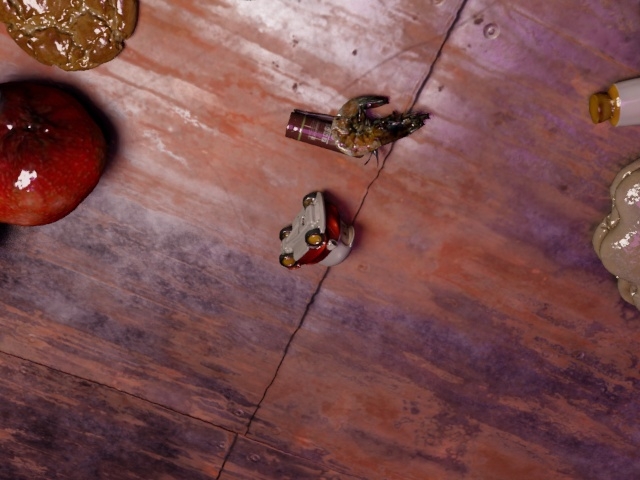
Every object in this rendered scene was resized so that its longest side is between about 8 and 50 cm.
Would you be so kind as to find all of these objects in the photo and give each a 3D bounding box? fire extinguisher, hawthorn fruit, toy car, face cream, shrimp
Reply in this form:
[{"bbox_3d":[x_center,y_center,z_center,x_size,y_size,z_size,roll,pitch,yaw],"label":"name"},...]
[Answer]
[{"bbox_3d":[0.024,-0.167,0.980,0.158,0.043,0.064,16,76,-4],"label":"fire extinguisher"},{"bbox_3d":[-0.479,-0.114,0.962,0.230,0.210,0.266,28,129,-20],"label":"hawthorn fruit"},{"bbox_3d":[0.000,0.000,1.044,0.112,0.112,0.139,24,128,-26],"label":"toy car"},{"bbox_3d":[0.503,-0.213,0.912,0.182,0.051,0.072,-9,117,8],"label":"face cream"},{"bbox_3d":[0.094,-0.189,0.950,0.161,0.034,0.091,-18,89,-8],"label":"shrimp"}]

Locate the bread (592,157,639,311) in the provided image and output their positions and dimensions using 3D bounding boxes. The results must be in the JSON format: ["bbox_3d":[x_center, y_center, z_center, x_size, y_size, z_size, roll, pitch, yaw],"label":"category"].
[{"bbox_3d":[0.552,-0.029,0.976,0.183,0.102,0.337,6,117,1],"label":"bread"}]

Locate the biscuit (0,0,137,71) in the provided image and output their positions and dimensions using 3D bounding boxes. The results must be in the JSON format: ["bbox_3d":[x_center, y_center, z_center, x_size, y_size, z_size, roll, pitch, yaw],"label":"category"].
[{"bbox_3d":[-0.390,-0.362,0.914,0.226,0.042,0.226,1,118,3],"label":"biscuit"}]
